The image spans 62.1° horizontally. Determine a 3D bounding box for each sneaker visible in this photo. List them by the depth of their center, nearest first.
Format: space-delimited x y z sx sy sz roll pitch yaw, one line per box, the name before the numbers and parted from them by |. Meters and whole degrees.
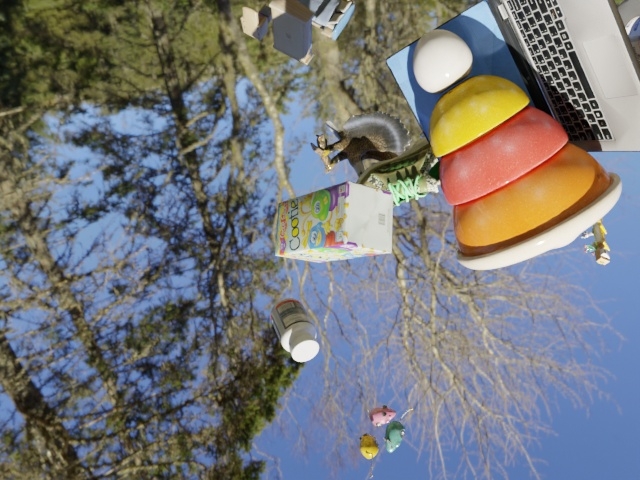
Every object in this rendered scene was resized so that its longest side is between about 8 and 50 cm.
sneaker | 0.267 -0.177 1.584 0.410 0.158 0.182 -36 -151 -6

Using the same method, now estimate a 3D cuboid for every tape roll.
tape roll | 0.805 -0.494 1.293 0.072 0.219 0.219 -16 -148 -8

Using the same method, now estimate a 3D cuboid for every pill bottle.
pill bottle | -0.072 0.262 1.547 0.107 0.108 0.180 -16 -143 -14

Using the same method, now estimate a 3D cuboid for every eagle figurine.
eagle figurine | 0.142 -0.290 1.685 0.298 0.225 0.226 -12 -162 12

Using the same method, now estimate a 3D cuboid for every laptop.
laptop | 0.386 -0.287 1.069 0.236 0.382 0.408 -35 -164 -7

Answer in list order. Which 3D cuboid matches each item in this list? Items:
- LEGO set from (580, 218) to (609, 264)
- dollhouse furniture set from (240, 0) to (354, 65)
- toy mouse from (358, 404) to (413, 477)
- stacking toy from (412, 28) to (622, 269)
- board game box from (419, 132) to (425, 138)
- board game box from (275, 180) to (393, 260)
LEGO set | 0.926 -0.041 1.867 0.107 0.287 0.132 -24 160 38
dollhouse furniture set | -0.064 -0.792 1.743 0.286 0.198 0.303 30 -108 8
toy mouse | 0.135 0.394 1.130 0.143 0.031 0.161 -42 -157 13
stacking toy | 0.341 -0.213 1.088 0.350 0.480 0.350 -30 -177 2
board game box | 0.489 -0.441 2.067 0.201 0.136 0.035 -47 -129 7
board game box | 0.026 -0.035 1.273 0.142 0.145 0.275 10 167 -36
